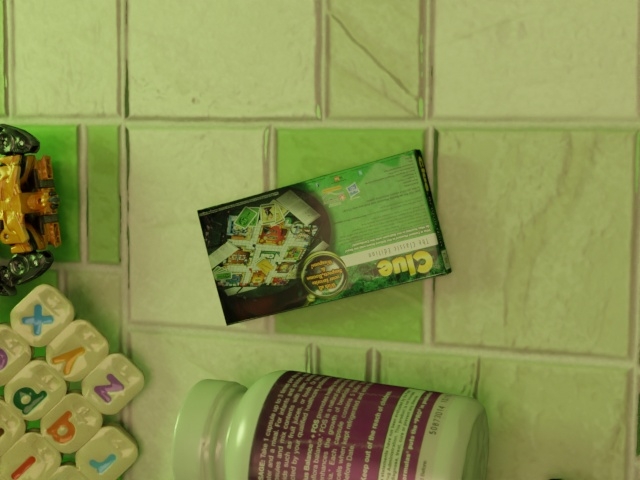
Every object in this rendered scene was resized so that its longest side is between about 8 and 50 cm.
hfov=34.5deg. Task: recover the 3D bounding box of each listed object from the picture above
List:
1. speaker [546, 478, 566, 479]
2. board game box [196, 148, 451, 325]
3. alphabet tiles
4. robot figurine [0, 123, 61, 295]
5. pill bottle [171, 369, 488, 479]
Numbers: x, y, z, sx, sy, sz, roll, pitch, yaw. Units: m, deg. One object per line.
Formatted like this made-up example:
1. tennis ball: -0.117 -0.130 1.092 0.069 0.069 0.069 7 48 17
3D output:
1. speaker: 0.236 0.312 1.039 0.055 0.055 0.136 16 99 18
2. board game box: 0.000 0.000 1.110 0.259 0.030 0.136 -14 88 20
3. alphabet tiles: -0.355 0.195 1.203 0.278 0.021 0.284 -44 99 7
4. robot figurine: -0.429 -0.036 1.229 0.291 0.085 0.211 -5 94 21
5. pill bottle: 0.009 0.222 1.052 0.301 0.169 0.169 6 97 19
